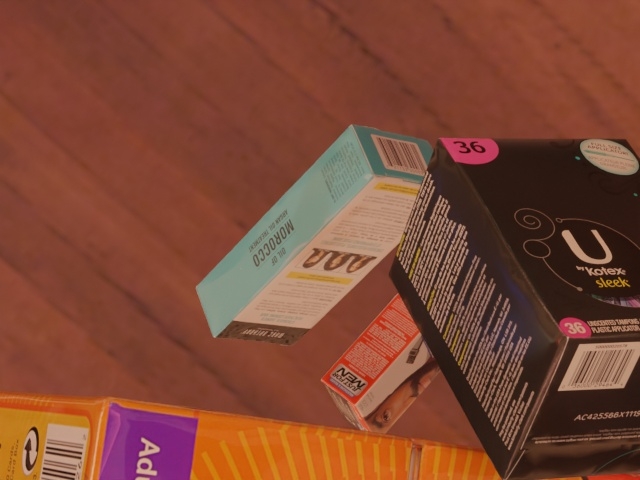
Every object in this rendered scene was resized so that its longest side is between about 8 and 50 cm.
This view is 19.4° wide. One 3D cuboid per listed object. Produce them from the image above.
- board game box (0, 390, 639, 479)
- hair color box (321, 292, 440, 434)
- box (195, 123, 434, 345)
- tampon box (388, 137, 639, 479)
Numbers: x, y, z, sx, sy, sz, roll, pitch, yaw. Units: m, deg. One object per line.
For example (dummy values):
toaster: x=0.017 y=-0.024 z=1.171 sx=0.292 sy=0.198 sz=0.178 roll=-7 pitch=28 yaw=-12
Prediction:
board game box: x=-0.050 y=0.287 z=1.125 sx=0.356 sy=0.357 sz=0.356 roll=11 pitch=173 yaw=-26
hair color box: x=0.083 y=0.111 z=1.879 sx=0.053 sy=0.167 sz=0.093 roll=36 pitch=166 yaw=31
box: x=0.000 y=0.000 z=1.683 sx=0.100 sy=0.060 sz=0.244 roll=9 pitch=138 yaw=-42
tampon box: x=0.128 y=0.031 z=0.983 sx=0.120 sy=0.161 sz=0.101 roll=-1 pitch=131 yaw=-25
